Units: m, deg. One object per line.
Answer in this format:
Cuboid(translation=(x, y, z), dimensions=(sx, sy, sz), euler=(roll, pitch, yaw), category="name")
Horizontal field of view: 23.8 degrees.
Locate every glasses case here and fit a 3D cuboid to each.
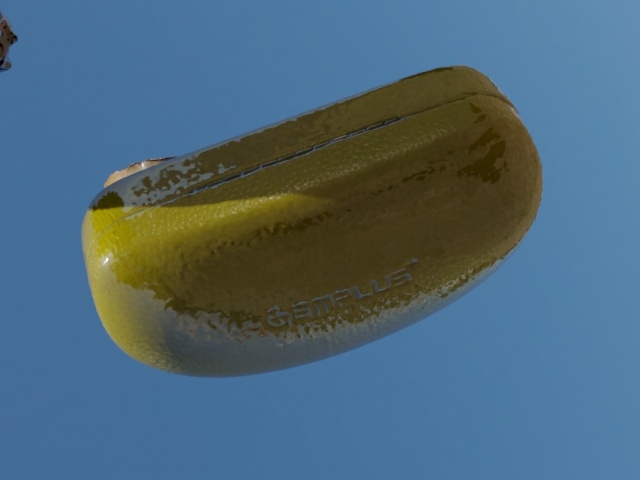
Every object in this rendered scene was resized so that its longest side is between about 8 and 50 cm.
Cuboid(translation=(0.000, 0.000, 1.225), dimensions=(0.141, 0.371, 0.173), euler=(-114, 6, -47), category="glasses case")

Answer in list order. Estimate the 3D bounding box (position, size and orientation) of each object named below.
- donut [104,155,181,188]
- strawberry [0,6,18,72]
Cuboid(translation=(-0.111, 0.001, 1.666), dimensions=(0.277, 0.277, 0.108), euler=(22, -114, -48), category="donut")
Cuboid(translation=(-0.388, -0.168, 1.150), dimensions=(0.288, 0.250, 0.238), euler=(-7, -114, -21), category="strawberry")
